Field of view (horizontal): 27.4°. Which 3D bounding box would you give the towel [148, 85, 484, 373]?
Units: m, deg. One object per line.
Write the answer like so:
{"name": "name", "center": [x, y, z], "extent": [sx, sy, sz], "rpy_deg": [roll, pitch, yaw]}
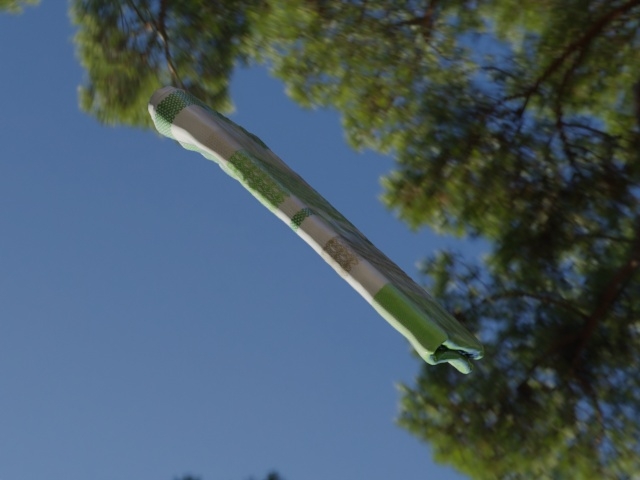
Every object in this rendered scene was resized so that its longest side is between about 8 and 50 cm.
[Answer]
{"name": "towel", "center": [0.000, 0.000, 0.541], "extent": [0.152, 0.113, 0.023], "rpy_deg": [43, -84, 17]}
